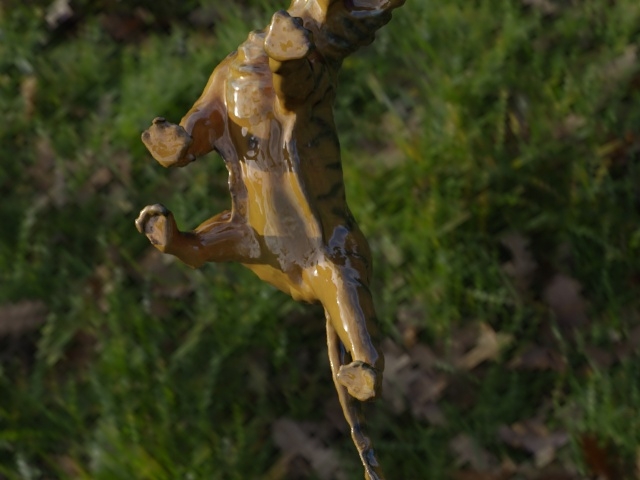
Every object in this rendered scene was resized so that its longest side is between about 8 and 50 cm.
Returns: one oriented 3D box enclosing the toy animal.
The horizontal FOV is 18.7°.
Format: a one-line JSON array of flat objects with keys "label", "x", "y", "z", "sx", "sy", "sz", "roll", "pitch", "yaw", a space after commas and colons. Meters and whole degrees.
[{"label": "toy animal", "x": -0.007, "y": 0.000, "z": 0.943, "sx": 0.114, "sy": 0.116, "sz": 0.255, "roll": -9, "pitch": 93, "yaw": 30}]
